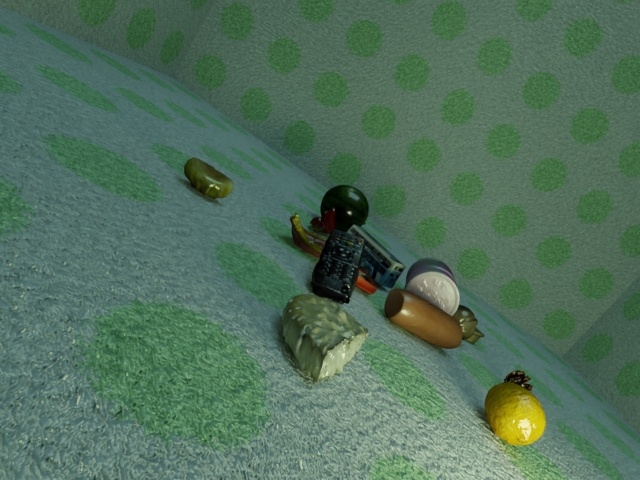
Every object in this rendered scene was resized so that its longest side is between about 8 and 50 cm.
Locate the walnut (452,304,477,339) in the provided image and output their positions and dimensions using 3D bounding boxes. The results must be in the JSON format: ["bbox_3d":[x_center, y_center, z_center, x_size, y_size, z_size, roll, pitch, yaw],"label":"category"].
[{"bbox_3d":[0.561,0.330,1.667,0.140,0.140,0.162,40,15,20],"label":"walnut"}]

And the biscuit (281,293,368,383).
[{"bbox_3d":[0.004,0.181,0.858,0.179,0.084,0.281,40,14,15],"label":"biscuit"}]

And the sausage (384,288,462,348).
[{"bbox_3d":[0.350,0.267,1.377,0.304,0.121,0.121,30,14,-22],"label":"sausage"}]

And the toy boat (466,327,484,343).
[{"bbox_3d":[0.633,0.378,1.856,0.116,0.061,0.188,26,16,-33],"label":"toy boat"}]

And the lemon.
[{"bbox_3d":[0.504,0.448,1.080,0.142,0.142,0.187,33,15,-11],"label":"lemon"}]

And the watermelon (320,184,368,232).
[{"bbox_3d":[0.118,-0.154,2.031,0.242,0.242,0.242,34,13,-9],"label":"watermelon"}]

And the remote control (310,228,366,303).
[{"bbox_3d":[0.063,0.075,1.280,0.144,0.062,0.399,21,25,3],"label":"remote control"}]

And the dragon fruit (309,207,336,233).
[{"bbox_3d":[0.027,-0.075,1.796,0.092,0.122,0.192,53,13,8],"label":"dragon fruit"}]

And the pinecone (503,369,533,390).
[{"bbox_3d":[0.697,0.520,1.459,0.102,0.102,0.110,33,46,-11],"label":"pinecone"}]

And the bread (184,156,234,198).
[{"bbox_3d":[-0.342,-0.177,1.254,0.157,0.083,0.094,27,18,-26],"label":"bread"}]

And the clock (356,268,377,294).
[{"bbox_3d":[0.116,0.124,1.425,0.155,0.061,0.113,33,12,-28],"label":"clock"}]

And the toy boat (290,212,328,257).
[{"bbox_3d":[-0.005,0.004,1.459,0.317,0.099,0.141,28,18,-42],"label":"toy boat"}]

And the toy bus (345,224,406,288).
[{"bbox_3d":[0.206,0.064,1.708,0.106,0.131,0.297,21,20,-50],"label":"toy bus"}]

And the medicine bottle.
[{"bbox_3d":[0.450,0.196,1.685,0.212,0.212,0.325,37,13,7],"label":"medicine bottle"}]
